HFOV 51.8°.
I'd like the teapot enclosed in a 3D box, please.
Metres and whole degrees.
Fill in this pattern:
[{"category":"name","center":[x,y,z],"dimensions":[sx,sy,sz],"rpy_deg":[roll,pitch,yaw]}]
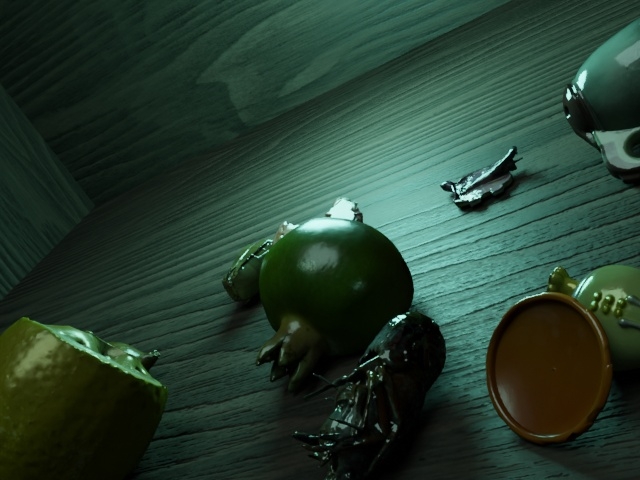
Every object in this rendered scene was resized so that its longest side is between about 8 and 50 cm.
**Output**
[{"category":"teapot","center":[0.619,-0.263,1.210],"dimensions":[0.312,0.233,0.315],"rpy_deg":[-28,50,27]}]

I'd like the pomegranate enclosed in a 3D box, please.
[{"category":"pomegranate","center":[-0.008,0.095,1.240],"dimensions":[0.309,0.216,0.358],"rpy_deg":[-2,38,45]}]

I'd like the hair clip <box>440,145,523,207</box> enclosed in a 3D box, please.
[{"category":"hair clip","center":[0.365,-0.135,1.457],"dimensions":[0.187,0.056,0.146],"rpy_deg":[-35,22,16]}]

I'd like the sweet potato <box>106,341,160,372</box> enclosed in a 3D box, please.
[{"category":"sweet potato","center":[-0.541,0.319,1.561],"dimensions":[0.369,0.158,0.158],"rpy_deg":[-13,29,29]}]

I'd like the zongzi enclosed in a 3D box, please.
[{"category":"zongzi","center":[-0.194,0.073,1.669],"dimensions":[0.197,0.099,0.194],"rpy_deg":[-3,30,46]}]

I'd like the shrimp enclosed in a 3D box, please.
[{"category":"shrimp","center":[0.049,0.253,0.963],"dimensions":[0.372,0.137,0.172],"rpy_deg":[-41,8,-24]}]

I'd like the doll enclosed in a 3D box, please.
[{"category":"doll","center":[0.407,0.103,0.809],"dimensions":[0.296,0.117,0.141],"rpy_deg":[7,66,58]}]

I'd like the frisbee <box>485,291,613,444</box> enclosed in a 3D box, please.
[{"category":"frisbee","center":[0.292,0.162,0.844],"dimensions":[0.192,0.035,0.192],"rpy_deg":[-27,57,51]}]

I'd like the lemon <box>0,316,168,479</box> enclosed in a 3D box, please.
[{"category":"lemon","center":[-0.487,0.337,1.218],"dimensions":[0.364,0.364,0.364],"rpy_deg":[-27,23,12]}]

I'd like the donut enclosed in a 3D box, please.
[{"category":"donut","center":[0.000,0.000,1.568],"dimensions":[0.232,0.085,0.199],"rpy_deg":[-21,34,9]}]
